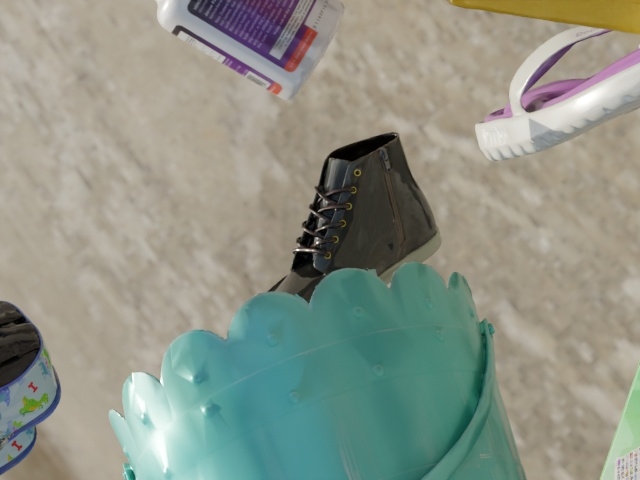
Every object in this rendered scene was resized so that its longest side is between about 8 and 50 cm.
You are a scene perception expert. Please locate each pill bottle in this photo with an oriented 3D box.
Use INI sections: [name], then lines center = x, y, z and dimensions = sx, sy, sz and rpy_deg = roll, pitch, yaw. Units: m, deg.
[pill bottle]
center = -0.084, -0.223, 1.601
dimensions = 0.193, 0.108, 0.108
rpy_deg = 30, 156, -9

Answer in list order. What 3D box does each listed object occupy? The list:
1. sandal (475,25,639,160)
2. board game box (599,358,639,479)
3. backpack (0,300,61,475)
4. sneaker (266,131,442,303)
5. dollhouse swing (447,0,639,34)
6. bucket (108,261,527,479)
[sandal]
center = 0.235, -0.151, 1.464
dimensions = 0.102, 0.169, 0.416
rpy_deg = 66, 154, -1
[board game box]
center = 0.335, 0.254, 1.473
dimensions = 0.213, 0.046, 0.317
rpy_deg = 35, 138, 27
[backpack]
center = -0.222, 0.097, 1.080
dimensions = 0.105, 0.114, 0.084
rpy_deg = 43, 159, 46
[sneaker]
center = 0.000, 0.000, 1.481
dimensions = 0.083, 0.222, 0.118
rpy_deg = 8, 127, 50
[dollhouse swing]
center = 0.255, -0.269, 0.912
dimensions = 0.305, 0.347, 0.315
rpy_deg = 26, 135, 17
[bucket]
center = 0.009, 0.157, 1.191
dimensions = 0.281, 0.281, 0.183
rpy_deg = 111, 141, -61
